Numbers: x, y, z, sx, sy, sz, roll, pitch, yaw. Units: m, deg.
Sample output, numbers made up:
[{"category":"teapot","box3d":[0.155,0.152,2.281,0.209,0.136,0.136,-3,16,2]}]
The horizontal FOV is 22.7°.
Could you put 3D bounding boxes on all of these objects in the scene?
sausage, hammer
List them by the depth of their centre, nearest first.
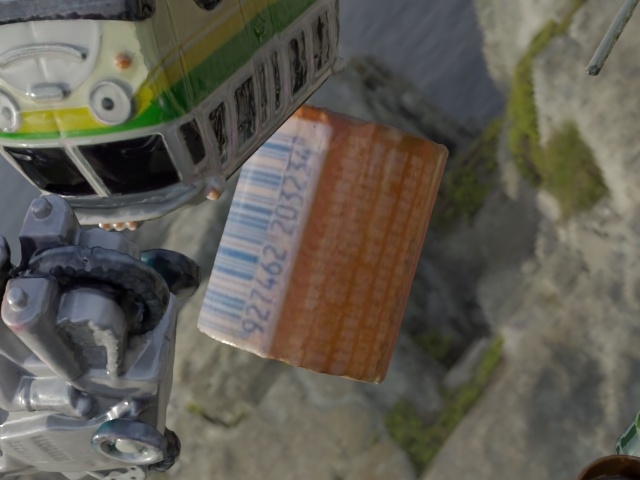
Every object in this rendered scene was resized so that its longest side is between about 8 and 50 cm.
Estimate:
[{"category":"hammer","box3d":[0.247,-0.197,1.304,0.028,0.060,0.195,-26,21,42]},{"category":"sausage","box3d":[0.000,0.000,1.832,0.233,0.233,0.287,10,85,68]}]

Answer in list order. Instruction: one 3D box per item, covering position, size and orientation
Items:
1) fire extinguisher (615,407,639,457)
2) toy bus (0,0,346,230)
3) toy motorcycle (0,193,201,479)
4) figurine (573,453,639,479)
[{"category":"fire extinguisher","box3d":[0.376,0.109,1.419,0.118,0.093,0.294,-45,-13,-55]},{"category":"toy bus","box3d":[-0.097,-0.128,1.008,0.143,0.179,0.305,-2,24,23]},{"category":"toy motorcycle","box3d":[-0.156,0.068,0.857,0.260,0.171,0.110,96,-179,-60]},{"category":"figurine","box3d":[0.226,0.267,1.257,0.143,0.143,0.271,-76,-7,-48]}]
